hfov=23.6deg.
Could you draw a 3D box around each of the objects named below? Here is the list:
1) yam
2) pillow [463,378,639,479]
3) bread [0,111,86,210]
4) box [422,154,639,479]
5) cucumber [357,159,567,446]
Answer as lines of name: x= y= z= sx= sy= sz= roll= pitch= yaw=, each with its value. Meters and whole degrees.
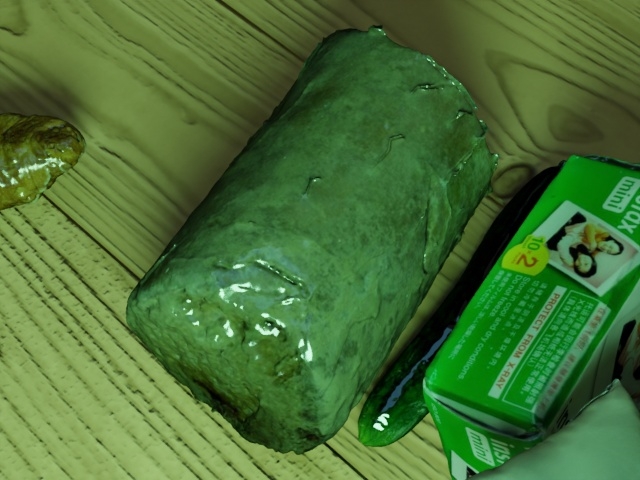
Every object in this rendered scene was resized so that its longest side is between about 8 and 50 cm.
yam: x=0.000 y=0.000 z=1.166 sx=0.195 sy=0.195 sz=0.300 roll=25 pitch=65 yaw=21
pillow: x=0.203 y=0.200 z=0.889 sx=0.144 sy=0.078 sz=0.254 roll=-35 pitch=63 yaw=-19
bread: x=-0.305 y=-0.059 z=1.316 sx=0.233 sy=0.076 sz=0.105 roll=-2 pitch=46 yaw=15
box: x=0.183 y=0.078 z=1.105 sx=0.103 sy=0.180 sz=0.250 roll=20 pitch=61 yaw=31
cucumber: x=0.120 y=0.051 z=1.204 sx=0.056 sy=0.056 sz=0.284 roll=30 pitch=70 yaw=23
